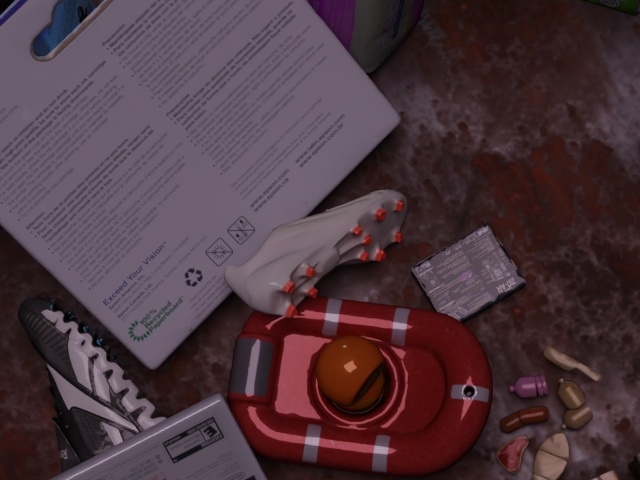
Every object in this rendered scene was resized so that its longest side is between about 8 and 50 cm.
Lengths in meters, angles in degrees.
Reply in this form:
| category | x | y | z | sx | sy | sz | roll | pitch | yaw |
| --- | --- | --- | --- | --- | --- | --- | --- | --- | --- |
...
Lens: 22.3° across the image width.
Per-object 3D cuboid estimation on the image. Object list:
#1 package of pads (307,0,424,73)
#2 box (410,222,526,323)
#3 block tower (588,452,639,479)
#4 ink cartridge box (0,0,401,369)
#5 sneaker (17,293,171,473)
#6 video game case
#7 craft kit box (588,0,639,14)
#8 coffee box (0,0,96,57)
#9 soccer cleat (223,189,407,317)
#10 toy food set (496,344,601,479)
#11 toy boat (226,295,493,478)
| category | x | y | z | sx | sy | sz | roll | pitch | yaw |
| --- | --- | --- | --- | --- | --- | --- | --- | --- | --- |
| package of pads | -0.033 | -0.300 | 1.454 | 0.296 | 0.229 | 0.101 | 38 | 72 | 10 |
| box | 0.133 | 0.033 | 1.468 | 0.083 | 0.018 | 0.067 | -31 | 76 | -3 |
| block tower | 0.267 | 0.233 | 1.374 | 0.335 | 0.097 | 0.091 | -25 | 76 | 0 |
| ink cartridge box | -0.142 | -0.110 | 1.405 | 0.324 | 0.071 | 0.330 | -45 | 117 | -6 |
| sneaker | -0.205 | 0.152 | 1.436 | 0.106 | 0.078 | 0.234 | -43 | 79 | -9 |
| video game case | -0.131 | 0.247 | 1.397 | 0.190 | 0.022 | 0.173 | -27 | 105 | -3 |
| craft kit box | 0.180 | -0.298 | 1.428 | 0.250 | 0.246 | 0.061 | 18 | 75 | 8 |
| coffee box | -0.296 | -0.217 | 1.444 | 0.141 | 0.246 | 0.098 | 5 | 76 | 6 |
| soccer cleat | 0.000 | 0.000 | 1.433 | 0.076 | 0.068 | 0.196 | 28 | 44 | 33 |
| toy food set | 0.195 | 0.159 | 1.435 | 0.078 | 0.019 | 0.122 | 30 | 88 | 11 |
| toy boat | 0.032 | 0.119 | 1.387 | 0.231 | 0.151 | 0.151 | 7 | 78 | 6 |
